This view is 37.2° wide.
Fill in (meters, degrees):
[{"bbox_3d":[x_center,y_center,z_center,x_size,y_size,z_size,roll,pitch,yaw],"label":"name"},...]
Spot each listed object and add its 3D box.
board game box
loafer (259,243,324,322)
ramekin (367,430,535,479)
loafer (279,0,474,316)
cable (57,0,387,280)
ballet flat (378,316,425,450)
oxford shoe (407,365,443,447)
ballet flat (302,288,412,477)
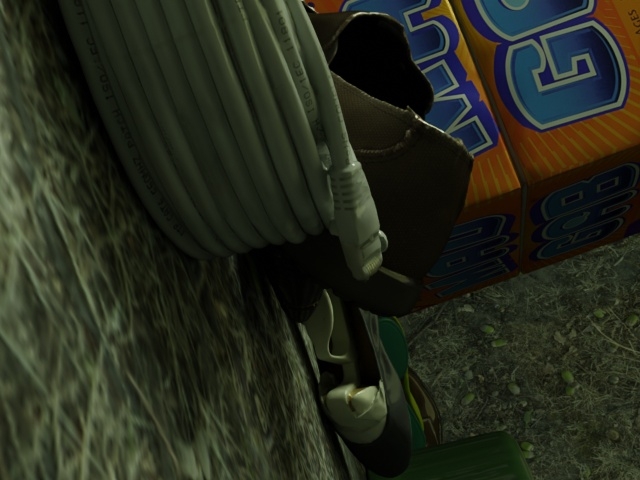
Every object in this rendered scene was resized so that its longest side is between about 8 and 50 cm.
[{"bbox_3d":[0.153,-0.161,1.016,0.356,0.356,0.357,52,18,-72],"label":"board game box"},{"bbox_3d":[-0.023,-0.005,0.699,0.170,0.062,0.061,-91,-175,-63],"label":"loafer"},{"bbox_3d":[0.162,0.338,0.937,0.303,0.148,0.303,-18,90,-86],"label":"ramekin"},{"bbox_3d":[0.022,-0.098,0.665,0.134,0.130,0.366,27,23,-33],"label":"loafer"},{"bbox_3d":[-0.056,-0.117,0.453,0.257,0.089,0.257,-103,173,-62],"label":"cable"},{"bbox_3d":[0.057,0.150,1.023,0.077,0.077,0.231,44,-22,48],"label":"ballet flat"},{"bbox_3d":[0.136,0.280,1.360,0.096,0.082,0.227,46,25,-71],"label":"oxford shoe"},{"bbox_3d":[0.019,0.096,0.743,0.074,0.074,0.203,-52,130,-85],"label":"ballet flat"}]
